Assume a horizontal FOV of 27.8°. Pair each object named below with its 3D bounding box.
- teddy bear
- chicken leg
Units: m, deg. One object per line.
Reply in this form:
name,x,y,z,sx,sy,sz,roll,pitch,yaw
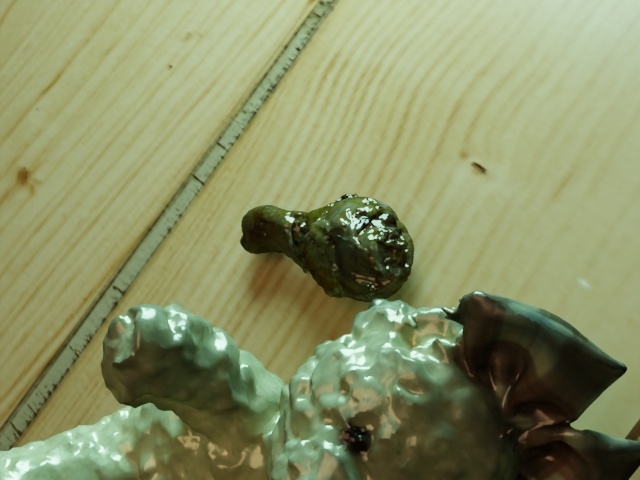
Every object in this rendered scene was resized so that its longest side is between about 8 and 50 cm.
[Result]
teddy bear,-0.037,0.188,0.860,0.362,0.375,0.328,-9,105,53
chicken leg,0.002,0.000,1.086,0.197,0.069,0.085,12,100,47
